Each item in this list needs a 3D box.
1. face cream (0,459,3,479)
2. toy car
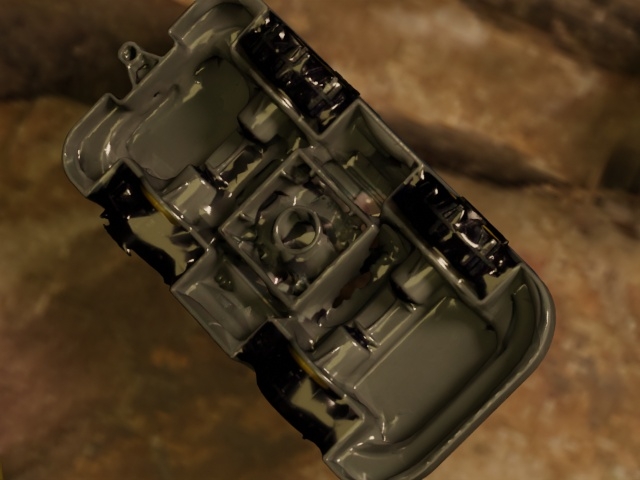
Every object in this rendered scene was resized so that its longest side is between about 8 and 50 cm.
[{"bbox_3d":[-0.215,0.135,0.648,0.179,0.218,0.218,-1,93,3],"label":"face cream"},{"bbox_3d":[0.000,0.000,0.694,0.097,0.100,0.191,-45,70,5],"label":"toy car"}]
